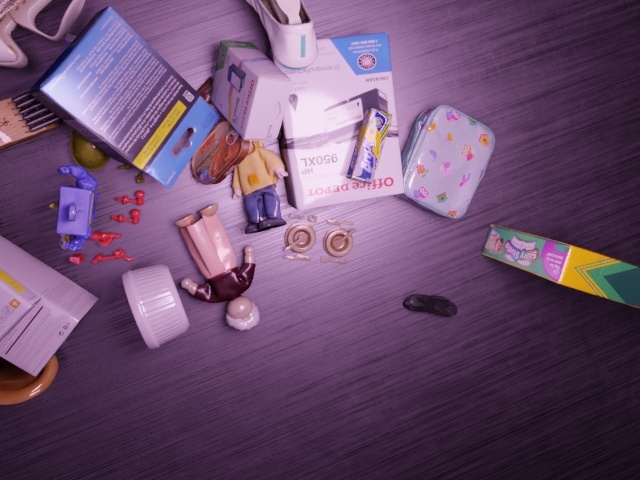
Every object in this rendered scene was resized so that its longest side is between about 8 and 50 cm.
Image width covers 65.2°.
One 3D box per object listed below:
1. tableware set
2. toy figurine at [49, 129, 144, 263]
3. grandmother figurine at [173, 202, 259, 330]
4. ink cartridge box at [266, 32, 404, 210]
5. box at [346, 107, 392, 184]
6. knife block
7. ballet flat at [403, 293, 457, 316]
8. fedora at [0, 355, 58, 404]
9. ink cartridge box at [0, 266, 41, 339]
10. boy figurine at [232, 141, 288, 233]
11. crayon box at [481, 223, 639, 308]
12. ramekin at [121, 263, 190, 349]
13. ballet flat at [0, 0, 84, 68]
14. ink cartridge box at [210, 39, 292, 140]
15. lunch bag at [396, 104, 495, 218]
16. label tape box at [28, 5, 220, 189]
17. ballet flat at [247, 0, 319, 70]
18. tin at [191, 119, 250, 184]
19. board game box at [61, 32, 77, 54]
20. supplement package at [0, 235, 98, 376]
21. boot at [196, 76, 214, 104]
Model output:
[{"bbox_3d":[0.000,0.000,1.375,0.195,0.039,0.128,6,98,-11],"label":"tableware set"},{"bbox_3d":[-0.528,-0.099,1.169,0.192,0.217,0.361,10,98,-12],"label":"toy figurine"},{"bbox_3d":[-0.262,0.086,1.312,0.208,0.104,0.342,-25,100,3],"label":"grandmother figurine"},{"bbox_3d":[0.038,-0.292,1.268,0.286,0.166,0.394,-10,101,-9],"label":"ink cartridge box"},{"bbox_3d":[0.114,-0.220,1.178,0.054,0.059,0.168,14,96,-13],"label":"box"},{"bbox_3d":[-0.679,-0.287,1.167,0.242,0.276,0.088,-40,115,-42],"label":"knife block"},{"bbox_3d":[0.326,0.190,1.475,0.173,0.049,0.057,14,69,-17],"label":"ballet flat"},{"bbox_3d":[-0.761,0.340,1.251,0.195,0.194,0.079,5,135,-11],"label":"fedora"},{"bbox_3d":[-0.822,0.137,1.051,0.303,0.072,0.307,-45,101,4],"label":"ink cartridge box"},{"bbox_3d":[-0.159,-0.166,1.264,0.178,0.092,0.284,-12,89,34],"label":"boy figurine"},{"bbox_3d":[0.667,0.065,1.345,0.314,0.363,0.105,17,96,-13],"label":"crayon box"},{"bbox_3d":[-0.405,0.158,1.247,0.109,0.207,0.206,-20,103,-16],"label":"ramekin"},{"bbox_3d":[-0.675,-0.505,1.111,0.483,0.164,0.182,-44,113,-5],"label":"ballet flat"},{"bbox_3d":[-0.167,-0.350,1.167,0.093,0.212,0.154,-9,135,-36],"label":"ink cartridge box"},{"bbox_3d":[0.327,-0.216,1.356,0.224,0.108,0.278,23,89,-13],"label":"lunch bag"},{"bbox_3d":[-0.430,-0.309,1.142,0.334,0.106,0.240,44,67,-38],"label":"label tape box"},{"bbox_3d":[-0.101,-0.563,1.119,0.139,0.139,0.399,-21,67,-7],"label":"ballet flat"},{"bbox_3d":[-0.249,-0.217,1.243,0.190,0.040,0.106,-37,78,30],"label":"tin"},{"bbox_3d":[-0.522,-0.396,1.212,0.202,0.035,0.136,16,96,-13],"label":"board game box"},{"bbox_3d":[-0.726,0.147,1.191,0.293,0.177,0.175,38,93,-13],"label":"supplement package"},{"bbox_3d":[-0.280,-0.343,1.269,0.114,0.037,0.106,-41,106,-7],"label":"boot"}]
